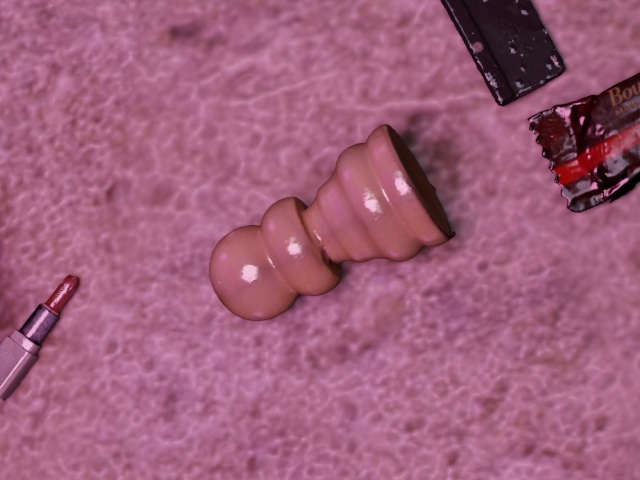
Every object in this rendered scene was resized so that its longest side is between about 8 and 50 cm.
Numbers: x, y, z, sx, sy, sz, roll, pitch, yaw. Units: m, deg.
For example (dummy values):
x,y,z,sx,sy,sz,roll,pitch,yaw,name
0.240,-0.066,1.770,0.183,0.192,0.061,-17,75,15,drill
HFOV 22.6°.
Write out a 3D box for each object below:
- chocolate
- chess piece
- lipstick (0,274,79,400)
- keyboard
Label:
x,y,z,sx,sy,sz,roll,pitch,yaw,name
0.243,-0.091,1.134,0.182,0.028,0.086,-25,79,8,chocolate
0.000,0.000,1.139,0.170,0.094,0.094,-31,81,10,chess piece
-0.215,0.069,1.199,0.025,0.025,0.107,36,87,11,lipstick
0.110,-0.193,1.172,0.060,0.018,0.195,-26,82,-1,keyboard
